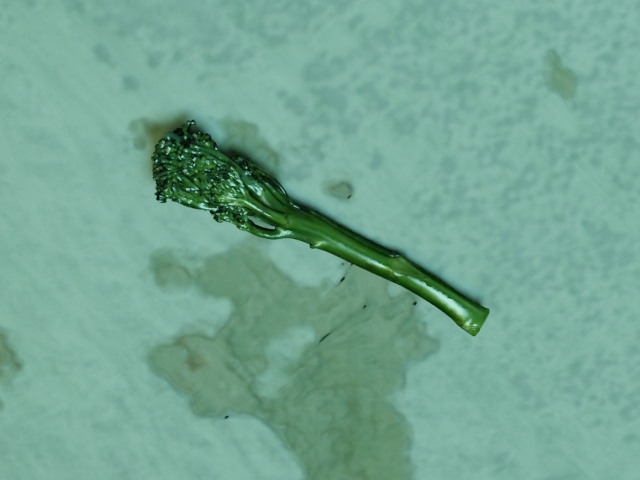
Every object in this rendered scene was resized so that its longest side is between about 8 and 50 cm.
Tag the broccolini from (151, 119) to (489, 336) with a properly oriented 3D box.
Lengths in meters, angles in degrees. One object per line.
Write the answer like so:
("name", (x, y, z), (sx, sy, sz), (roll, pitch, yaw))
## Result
("broccolini", (0.000, 0.000, 1.025), (0.239, 0.054, 0.051), (29, 146, -14))
